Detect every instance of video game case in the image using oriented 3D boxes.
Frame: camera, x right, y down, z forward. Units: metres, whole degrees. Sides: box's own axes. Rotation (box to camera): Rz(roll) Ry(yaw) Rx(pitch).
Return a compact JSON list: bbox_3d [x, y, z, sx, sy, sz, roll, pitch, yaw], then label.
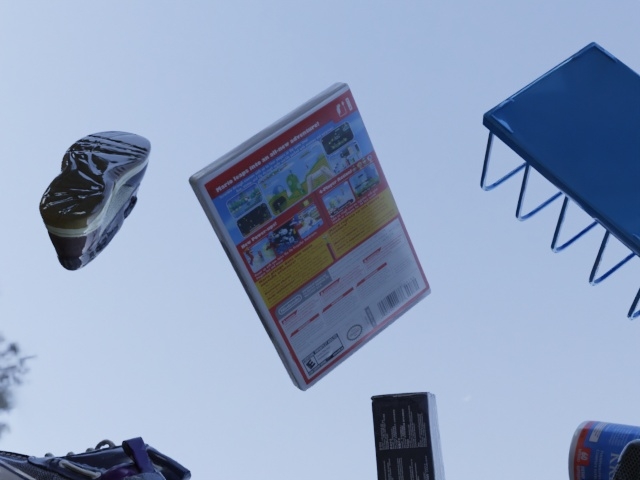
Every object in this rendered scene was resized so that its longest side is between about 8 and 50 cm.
[{"bbox_3d":[0.000,0.000,1.039,0.025,0.204,0.285,23,-37,55],"label":"video game case"}]

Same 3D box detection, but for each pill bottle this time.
[{"bbox_3d":[0.497,0.343,1.417,0.221,0.124,0.124,-1,-83,39],"label":"pill bottle"}]

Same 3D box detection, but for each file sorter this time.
[{"bbox_3d":[0.221,-0.042,0.719,0.170,0.118,0.104,46,-20,28],"label":"file sorter"}]

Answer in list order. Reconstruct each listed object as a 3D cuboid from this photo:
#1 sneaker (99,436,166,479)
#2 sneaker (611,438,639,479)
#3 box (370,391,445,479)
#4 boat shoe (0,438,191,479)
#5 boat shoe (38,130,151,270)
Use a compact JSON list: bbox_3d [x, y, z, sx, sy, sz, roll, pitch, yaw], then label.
[{"bbox_3d":[-0.145,0.213,0.538,0.223,0.083,0.098,-45,-120,14],"label":"sneaker"},{"bbox_3d":[0.247,0.246,0.789,0.065,0.076,0.166,3,-103,58],"label":"sneaker"},{"bbox_3d":[0.153,0.436,1.470,0.097,0.318,0.395,-6,-100,7],"label":"box"},{"bbox_3d":[-0.332,0.330,1.270,0.340,0.158,0.127,18,-52,19],"label":"boat shoe"},{"bbox_3d":[-0.228,-0.046,0.962,0.080,0.223,0.073,9,-62,0],"label":"boat shoe"}]
